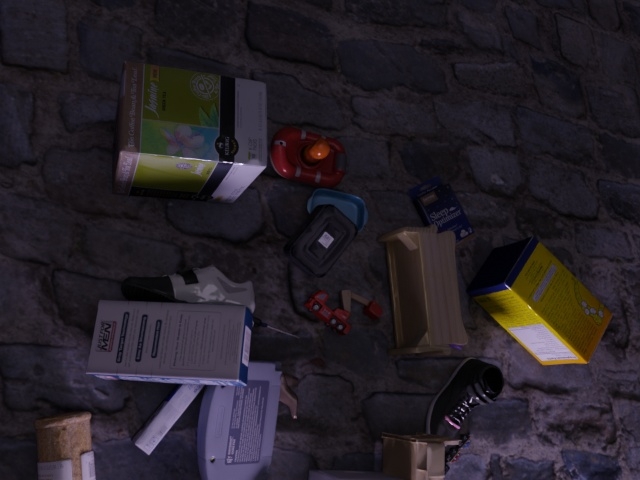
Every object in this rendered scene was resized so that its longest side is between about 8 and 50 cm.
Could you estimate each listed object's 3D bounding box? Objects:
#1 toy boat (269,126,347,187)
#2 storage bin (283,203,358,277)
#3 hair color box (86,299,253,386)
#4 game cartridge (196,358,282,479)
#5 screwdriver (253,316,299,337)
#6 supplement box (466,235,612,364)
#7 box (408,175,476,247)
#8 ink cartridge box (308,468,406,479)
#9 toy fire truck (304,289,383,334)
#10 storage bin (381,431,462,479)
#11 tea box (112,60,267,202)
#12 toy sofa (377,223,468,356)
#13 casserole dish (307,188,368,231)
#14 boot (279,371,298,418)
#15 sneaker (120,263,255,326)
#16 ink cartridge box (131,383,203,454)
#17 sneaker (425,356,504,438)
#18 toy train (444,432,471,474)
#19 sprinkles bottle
[{"bbox_3d":[-0.023,-0.241,1.710,0.231,0.151,0.151,12,74,-19],"label":"toy boat"},{"bbox_3d":[0.000,0.000,1.676,0.122,0.084,0.180,41,81,-14],"label":"storage bin"},{"bbox_3d":[-0.339,0.237,1.420,0.347,0.105,0.174,2,70,5],"label":"hair color box"},{"bbox_3d":[-0.198,0.435,1.495,0.196,0.060,0.294,13,81,-40],"label":"game cartridge"},{"bbox_3d":[-0.128,0.228,1.633,0.169,0.024,0.025,18,100,-19],"label":"screwdriver"},{"bbox_3d":[0.658,0.188,1.861,0.356,0.194,0.195,43,67,-8],"label":"supplement box"},{"bbox_3d":[0.373,-0.082,1.897,0.136,0.036,0.225,-27,87,-25],"label":"box"},{"bbox_3d":[0.084,0.712,1.509,0.198,0.197,0.270,10,74,-20],"label":"ink cartridge box"},{"bbox_3d":[0.064,0.185,1.705,0.192,0.047,0.135,40,66,-8],"label":"toy fire truck"},{"bbox_3d":[0.254,0.630,1.565,0.123,0.260,0.262,8,75,-16],"label":"storage bin"},{"bbox_3d":[-0.328,-0.242,1.491,0.323,0.329,0.220,3,77,-22],"label":"tea box"},{"bbox_3d":[0.284,0.144,1.747,0.177,0.150,0.363,1,78,-27],"label":"toy sofa"},{"bbox_3d":[0.045,-0.081,1.764,0.188,0.037,0.114,11,74,-20],"label":"casserole dish"},{"bbox_3d":[-0.102,0.400,1.597,0.087,0.042,0.119,5,75,-14],"label":"boot"},{"bbox_3d":[-0.323,0.122,1.541,0.330,0.122,0.146,15,55,-17],"label":"sneaker"},{"bbox_3d":[-0.357,0.402,1.459,0.046,0.097,0.207,42,67,-8],"label":"ink cartridge box"},{"bbox_3d":[0.405,0.453,1.726,0.104,0.147,0.296,41,68,-11],"label":"sneaker"},{"bbox_3d":[0.377,0.607,1.744,0.158,0.027,0.036,-42,98,-24],"label":"toy train"},{"bbox_3d":[-0.545,0.558,1.336,0.121,0.121,0.356,-4,79,-23],"label":"sprinkles bottle"}]
